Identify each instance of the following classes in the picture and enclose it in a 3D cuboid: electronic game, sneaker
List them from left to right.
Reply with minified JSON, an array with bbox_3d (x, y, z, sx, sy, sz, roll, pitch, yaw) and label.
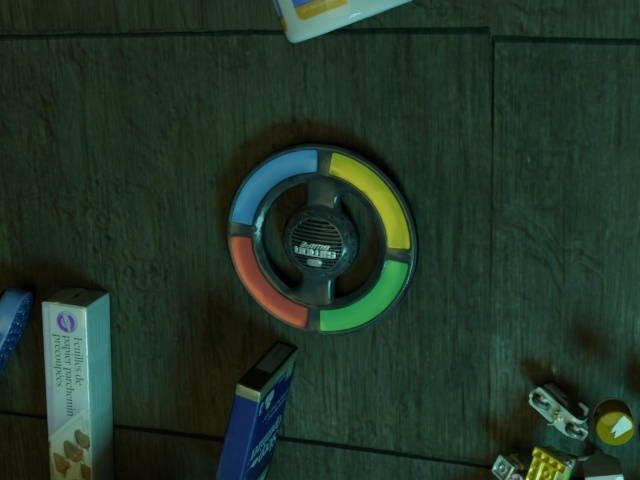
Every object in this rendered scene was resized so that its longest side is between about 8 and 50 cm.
[{"bbox_3d":[-0.448,0.141,1.552,0.090,0.081,0.232,30,114,0],"label":"sneaker"},{"bbox_3d":[0.000,0.000,1.381,0.229,0.048,0.229,5,108,16],"label":"electronic game"}]

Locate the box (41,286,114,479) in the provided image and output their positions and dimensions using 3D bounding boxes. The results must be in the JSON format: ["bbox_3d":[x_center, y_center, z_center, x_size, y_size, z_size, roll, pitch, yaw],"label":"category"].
[{"bbox_3d":[-0.306,0.222,1.539,0.063,0.067,0.324,6,109,16],"label":"box"}]

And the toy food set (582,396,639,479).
[{"bbox_3d":[0.344,0.266,1.315,0.111,0.104,0.232,-8,107,10],"label":"toy food set"}]

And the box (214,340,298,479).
[{"bbox_3d":[-0.085,0.245,1.434,0.037,0.136,0.225,20,111,11],"label":"box"}]

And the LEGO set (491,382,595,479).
[{"bbox_3d":[0.232,0.301,1.388,0.287,0.107,0.132,-56,50,28],"label":"LEGO set"}]

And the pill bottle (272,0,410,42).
[{"bbox_3d":[-0.009,-0.351,1.223,0.152,0.152,0.272,-16,100,22],"label":"pill bottle"}]
